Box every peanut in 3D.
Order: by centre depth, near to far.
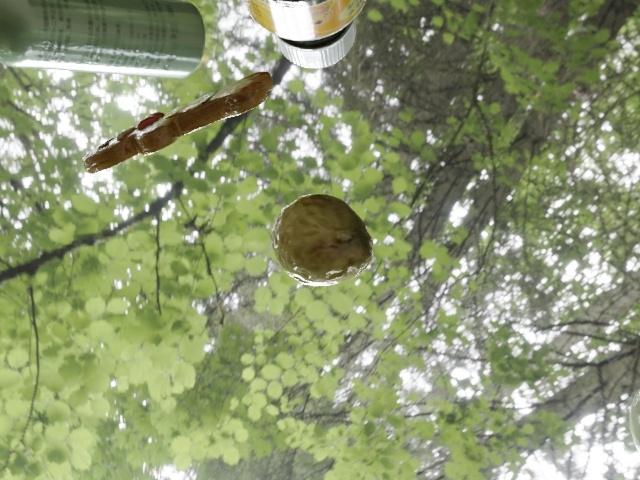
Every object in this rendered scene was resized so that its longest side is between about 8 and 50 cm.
[{"bbox_3d":[0.000,0.000,1.213,0.140,0.109,0.159,-11,-136,-25],"label":"peanut"}]

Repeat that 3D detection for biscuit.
[{"bbox_3d":[-0.177,-0.144,0.981,0.250,0.165,0.036,-22,-73,7],"label":"biscuit"}]

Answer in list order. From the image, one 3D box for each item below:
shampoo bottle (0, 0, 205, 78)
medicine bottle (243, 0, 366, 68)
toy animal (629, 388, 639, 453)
[{"bbox_3d":[-0.167,-0.135,0.514,0.195,0.056,0.056,-5,-118,-42],"label":"shampoo bottle"},{"bbox_3d":[-0.021,-0.462,1.456,0.242,0.395,0.242,-1,-96,7],"label":"medicine bottle"},{"bbox_3d":[0.521,0.246,0.963,0.289,0.174,0.249,-12,-98,-4],"label":"toy animal"}]
